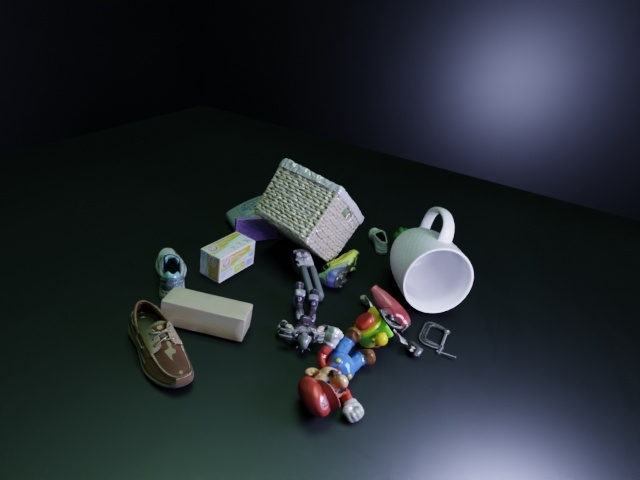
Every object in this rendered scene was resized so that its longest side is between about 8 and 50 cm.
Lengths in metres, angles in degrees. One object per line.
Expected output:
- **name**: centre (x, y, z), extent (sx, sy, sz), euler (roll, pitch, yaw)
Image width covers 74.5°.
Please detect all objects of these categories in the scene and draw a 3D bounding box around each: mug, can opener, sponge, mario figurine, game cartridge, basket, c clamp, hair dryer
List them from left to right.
- **sponge**: centre (-0.285, -0.054, 1.884), extent (0.209, 0.117, 0.031), euler (-6, 34, -29)
- **game cartridge**: centre (-0.290, -0.135, 1.994), extent (0.297, 0.062, 0.198), euler (-25, 45, -17)
- **can opener**: centre (-0.052, 0.137, 1.675), extent (0.074, 0.093, 0.280), euler (2, 38, -21)
- **basket**: centre (-0.048, -0.116, 1.778), extent (0.331, 0.267, 0.328), euler (32, -6, 28)
- **mario figurine**: centre (0.068, 0.373, 1.196), extent (0.197, 0.170, 0.320), euler (25, 30, 19)
- **hair dryer**: centre (0.251, 0.247, 1.465), extent (0.080, 0.224, 0.293), euler (-38, 30, 1)
- **mug**: centre (0.434, 0.048, 1.699), extent (0.275, 0.375, 0.328), euler (11, 21, -11)
- **c clamp**: centre (0.423, 0.353, 1.513), extent (0.137, 0.022, 0.161), euler (15, 30, 17)

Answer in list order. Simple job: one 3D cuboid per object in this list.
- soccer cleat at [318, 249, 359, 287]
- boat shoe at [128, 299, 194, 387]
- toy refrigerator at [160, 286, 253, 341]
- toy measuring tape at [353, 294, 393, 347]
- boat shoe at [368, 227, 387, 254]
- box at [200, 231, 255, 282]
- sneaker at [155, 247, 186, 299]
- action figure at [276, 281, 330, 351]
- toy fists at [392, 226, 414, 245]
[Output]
- **soccer cleat**: centre (0.079, 0.102, 1.763), extent (0.121, 0.094, 0.289), euler (15, 28, 19)
- **boat shoe**: centre (-0.466, 0.288, 1.204), extent (0.123, 0.117, 0.324), euler (-18, 40, -42)
- **toy refrigerator**: centre (-0.365, 0.239, 1.360), extent (0.269, 0.094, 0.102), euler (13, 22, 1)
- **toy measuring tape**: centre (0.158, 0.286, 1.471), extent (0.121, 0.122, 0.330), euler (5, 13, -11)
- **boat shoe**: centre (0.294, -0.016, 2.067), extent (0.083, 0.076, 0.226), euler (5, 29, -12)
- **box**: centre (-0.362, 0.062, 1.652), extent (0.103, 0.114, 0.203), euler (24, 32, 24)
- **sneaker**: centre (-0.536, 0.091, 1.528), extent (0.109, 0.122, 0.283), euler (-3, 32, -25)
- **action figure**: centre (-0.049, 0.269, 1.421), extent (0.185, 0.099, 0.285), euler (15, 32, -8)
- **toy fists**: centre (0.493, 0.012, 2.069), extent (0.278, 0.096, 0.142), euler (18, 28, 15)
